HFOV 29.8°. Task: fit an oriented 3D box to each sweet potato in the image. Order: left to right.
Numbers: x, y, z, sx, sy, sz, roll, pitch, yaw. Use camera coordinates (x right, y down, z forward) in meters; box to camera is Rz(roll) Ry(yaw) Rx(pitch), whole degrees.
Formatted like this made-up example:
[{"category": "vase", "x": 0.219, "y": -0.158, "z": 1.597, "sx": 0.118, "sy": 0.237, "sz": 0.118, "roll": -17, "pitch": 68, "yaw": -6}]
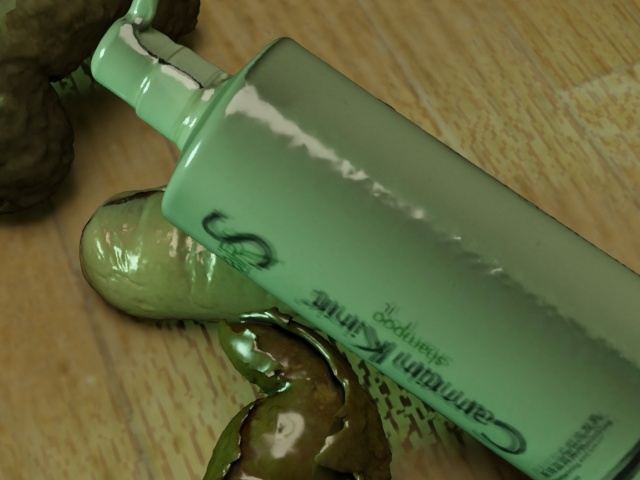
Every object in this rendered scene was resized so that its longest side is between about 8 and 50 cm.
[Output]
[{"category": "sweet potato", "x": 0.011, "y": 0.153, "z": 0.373, "sx": 0.124, "sy": 0.098, "sz": 0.310, "roll": -3, "pitch": 48, "yaw": -37}]

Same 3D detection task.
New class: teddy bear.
[{"category": "teddy bear", "x": -0.172, "y": -0.128, "z": 0.576, "sx": 0.190, "sy": 0.140, "sz": 0.177, "roll": 23, "pitch": 61, "yaw": 28}]

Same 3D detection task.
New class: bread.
[{"category": "bread", "x": -0.001, "y": 0.000, "z": 0.518, "sx": 0.214, "sy": 0.053, "sz": 0.073, "roll": 2, "pitch": 51, "yaw": 5}]

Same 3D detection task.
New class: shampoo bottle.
[{"category": "shampoo bottle", "x": 0.029, "y": 0.003, "z": 0.443, "sx": 0.262, "sy": 0.085, "sz": 0.085, "roll": 35, "pitch": 61, "yaw": 1}]
